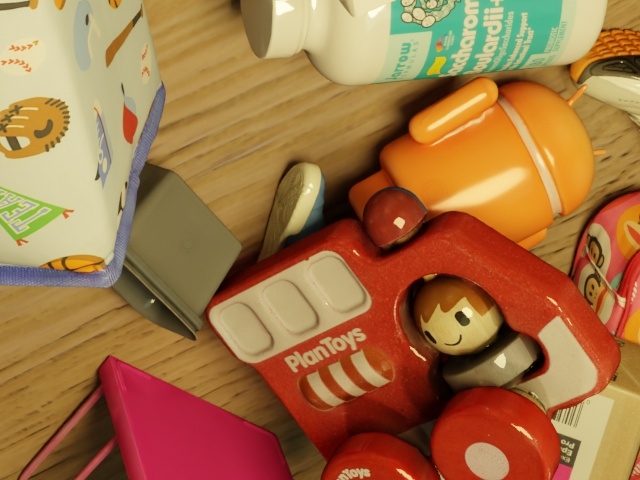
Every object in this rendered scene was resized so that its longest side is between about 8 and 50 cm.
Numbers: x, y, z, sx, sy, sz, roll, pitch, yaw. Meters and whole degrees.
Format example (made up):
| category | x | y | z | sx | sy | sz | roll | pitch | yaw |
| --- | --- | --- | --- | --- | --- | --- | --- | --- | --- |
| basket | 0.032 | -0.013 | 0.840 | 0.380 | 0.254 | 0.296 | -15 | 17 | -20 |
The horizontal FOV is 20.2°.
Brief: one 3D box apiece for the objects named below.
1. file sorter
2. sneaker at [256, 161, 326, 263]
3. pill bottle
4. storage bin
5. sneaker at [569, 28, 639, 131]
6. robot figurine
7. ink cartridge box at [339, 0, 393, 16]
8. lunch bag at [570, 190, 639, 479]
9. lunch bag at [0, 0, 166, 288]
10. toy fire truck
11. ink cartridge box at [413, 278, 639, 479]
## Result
| category | x | y | z | sx | sy | sz | roll | pitch | yaw |
| --- | --- | --- | --- | --- | --- | --- | --- | --- | --- |
| file sorter | -0.130 | 0.287 | 1.545 | 0.202 | 0.291 | 0.182 | 29 | 112 | -34 |
| sneaker | 0.000 | -0.001 | 1.538 | 0.084 | 0.058 | 0.152 | 6 | 125 | -18 |
| pill bottle | 0.076 | -0.196 | 1.378 | 0.264 | 0.146 | 0.146 | -8 | 125 | -16 |
| storage bin | -0.135 | 0.003 | 1.478 | 0.091 | 0.098 | 0.135 | -53 | 129 | -17 |
| sneaker | 0.318 | -0.097 | 1.577 | 0.262 | 0.099 | 0.121 | 14 | 121 | -27 |
| robot figurine | 0.137 | -0.052 | 1.516 | 0.219 | 0.128 | 0.158 | -27 | 92 | -1 |
| ink cartridge box | 0.042 | -0.335 | 1.203 | 0.197 | 0.198 | 0.270 | -26 | 139 | -10 |
| lunch bag | 0.354 | 0.087 | 1.709 | 0.258 | 0.120 | 0.293 | -4 | 126 | -24 |
| lunch bag | -0.327 | -0.134 | 1.174 | 0.385 | 0.239 | 0.328 | 4 | 140 | 9 |
| toy fire truck | 0.074 | 0.088 | 1.455 | 0.302 | 0.169 | 0.254 | -28 | 106 | 39 |
| ink cartridge box | 0.174 | 0.160 | 1.625 | 0.234 | 0.088 | 0.193 | 19 | 120 | 13 |
